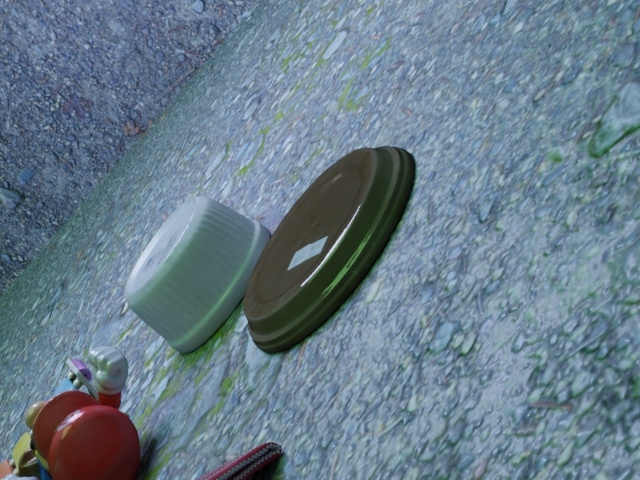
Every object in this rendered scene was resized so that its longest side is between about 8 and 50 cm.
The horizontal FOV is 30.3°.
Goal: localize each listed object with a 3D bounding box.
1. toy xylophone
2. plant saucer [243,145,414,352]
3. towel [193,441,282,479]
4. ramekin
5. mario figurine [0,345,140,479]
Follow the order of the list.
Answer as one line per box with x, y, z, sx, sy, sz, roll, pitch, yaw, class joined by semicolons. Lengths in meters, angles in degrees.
-0.427;0.326;1.745;0.322;0.081;0.236;-59;17;-17;toy xylophone
0.000;0.000;1.326;0.278;0.041;0.278;-46;19;21;plant saucer
-0.175;0.280;1.131;0.199;0.031;0.275;-28;-5;-45;towel
-0.172;0.038;1.586;0.207;0.109;0.207;-47;19;22;ramekin
-0.331;0.240;1.497;0.320;0.170;0.198;150;118;-68;mario figurine
